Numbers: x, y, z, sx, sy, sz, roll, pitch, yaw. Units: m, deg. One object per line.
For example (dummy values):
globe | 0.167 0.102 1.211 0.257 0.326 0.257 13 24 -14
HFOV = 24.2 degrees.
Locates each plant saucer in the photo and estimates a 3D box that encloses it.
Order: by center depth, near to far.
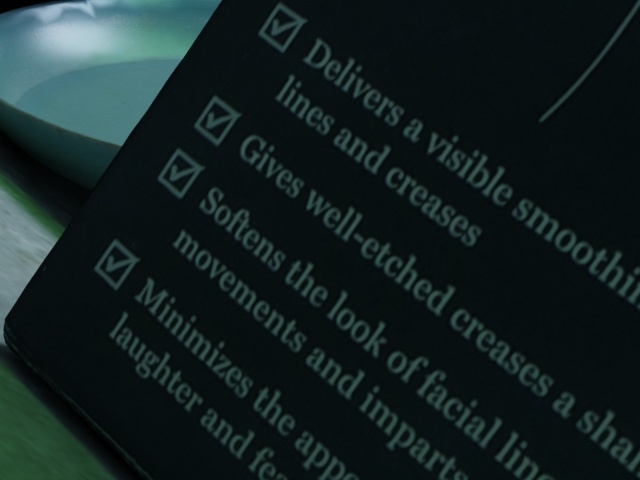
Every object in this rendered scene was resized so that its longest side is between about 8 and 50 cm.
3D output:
plant saucer | -0.020 -0.066 0.751 0.318 0.043 0.317 6 22 -2

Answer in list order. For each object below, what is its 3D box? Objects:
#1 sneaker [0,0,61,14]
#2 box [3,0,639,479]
sneaker | -0.125 -0.127 0.969 0.170 0.051 0.089 42 47 6
box | 0.159 -0.032 0.428 0.293 0.395 0.212 40 9 28
